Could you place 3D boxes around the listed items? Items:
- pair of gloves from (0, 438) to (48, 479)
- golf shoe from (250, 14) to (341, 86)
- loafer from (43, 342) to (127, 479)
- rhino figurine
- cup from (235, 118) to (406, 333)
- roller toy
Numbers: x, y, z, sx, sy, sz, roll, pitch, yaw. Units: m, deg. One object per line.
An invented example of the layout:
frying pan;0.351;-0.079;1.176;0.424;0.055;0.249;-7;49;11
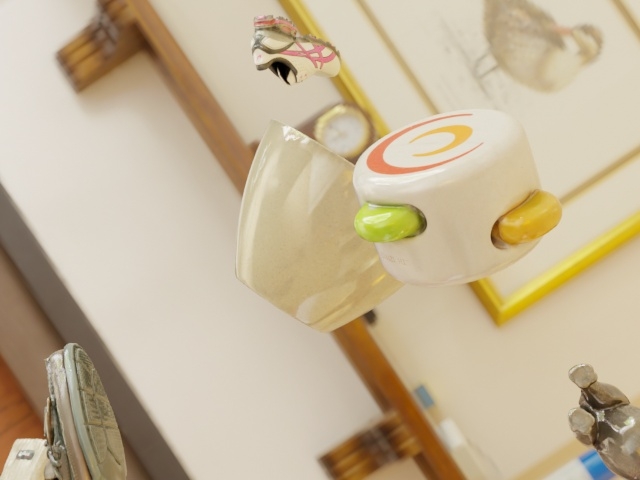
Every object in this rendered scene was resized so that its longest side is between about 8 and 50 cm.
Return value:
pair of gloves;-0.415;0.331;1.457;0.042;0.240;0.204;48;44;-35
golf shoe;-0.038;-0.257;1.783;0.186;0.067;0.086;16;78;-52
loafer;-0.225;0.228;1.161;0.096;0.084;0.267;57;12;-69
rhino figurine;0.335;0.220;1.207;0.243;0.073;0.106;40;-3;28
cup;0.000;0.000;1.917;0.331;0.237;0.331;33;0;0
roller toy;0.144;-0.043;1.342;0.191;0.209;0.146;-88;159;-65
